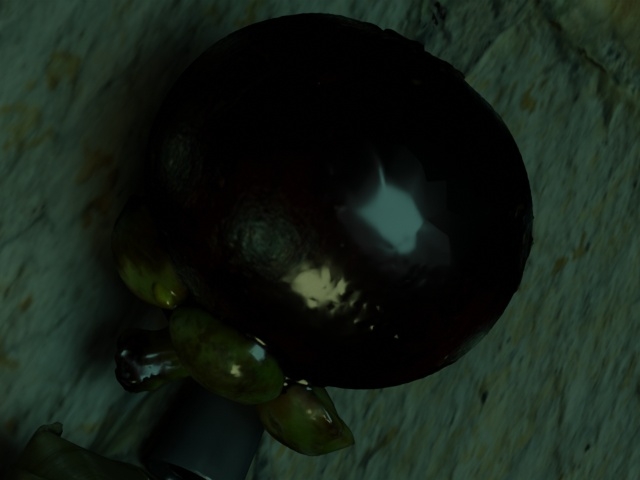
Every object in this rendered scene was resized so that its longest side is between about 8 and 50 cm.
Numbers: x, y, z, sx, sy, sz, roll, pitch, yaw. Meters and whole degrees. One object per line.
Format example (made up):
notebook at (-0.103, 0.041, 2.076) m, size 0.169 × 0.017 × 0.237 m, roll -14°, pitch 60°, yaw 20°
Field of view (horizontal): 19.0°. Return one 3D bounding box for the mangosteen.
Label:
mangosteen at (0.006, -0.012, 1.455) m, size 0.330 × 0.330 × 0.330 m, roll -9°, pitch 102°, yaw -45°

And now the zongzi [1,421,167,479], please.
zongzi at (-0.198, 0.273, 1.445) m, size 0.242 × 0.112 × 0.221 m, roll -55°, pitch 146°, yaw 1°

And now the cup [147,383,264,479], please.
cup at (-0.088, 0.170, 1.553) m, size 0.100 × 0.078 × 0.077 m, roll 88°, pitch 27°, yaw -63°
